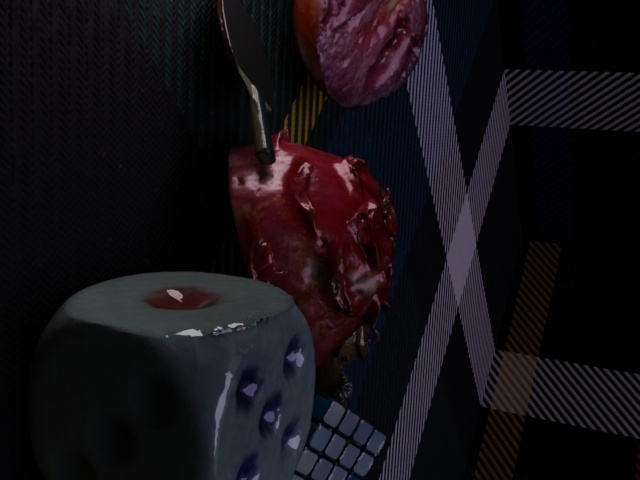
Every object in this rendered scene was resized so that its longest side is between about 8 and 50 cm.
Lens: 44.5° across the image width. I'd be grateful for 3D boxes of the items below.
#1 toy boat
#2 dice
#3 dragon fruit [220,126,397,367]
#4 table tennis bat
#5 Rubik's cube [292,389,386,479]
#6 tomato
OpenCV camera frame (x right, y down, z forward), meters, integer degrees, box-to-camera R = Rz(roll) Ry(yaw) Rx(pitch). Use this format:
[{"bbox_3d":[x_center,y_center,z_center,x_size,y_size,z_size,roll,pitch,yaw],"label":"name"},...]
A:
[{"bbox_3d":[0.036,0.174,1.534,0.089,0.121,0.321,73,15,-54],"label":"toy boat"},{"bbox_3d":[-0.175,0.193,0.969,0.264,0.267,0.263,-23,119,-64],"label":"dice"},{"bbox_3d":[0.000,0.000,1.231,0.386,0.248,0.371,-61,138,-81],"label":"dragon fruit"},{"bbox_3d":[-0.100,-0.241,1.160,0.173,0.022,0.301,47,27,-58],"label":"table tennis bat"},{"bbox_3d":[-0.026,0.301,1.155,0.155,0.151,0.154,41,74,-40],"label":"Rubik's cube"},{"bbox_3d":[0.042,-0.413,1.415,0.290,0.176,0.335,-48,144,-20],"label":"tomato"}]
